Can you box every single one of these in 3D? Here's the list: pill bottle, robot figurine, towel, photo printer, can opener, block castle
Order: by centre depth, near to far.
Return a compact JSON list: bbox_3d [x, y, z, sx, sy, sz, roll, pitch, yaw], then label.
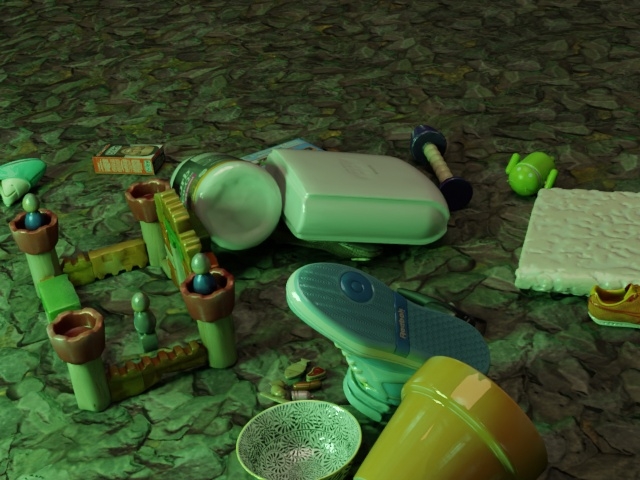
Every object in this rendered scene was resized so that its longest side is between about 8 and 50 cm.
[{"bbox_3d":[0.180,0.112,1.822,0.059,0.073,0.186,-31,28,-22],"label":"can opener"},{"bbox_3d":[-0.330,0.054,1.872,0.303,0.212,0.453,-17,31,-16],"label":"block castle"},{"bbox_3d":[0.520,0.007,1.932,0.332,0.053,0.317,4,31,16],"label":"towel"},{"bbox_3d":[0.074,-0.082,2.059,0.308,0.107,0.256,3,23,-19],"label":"photo printer"},{"bbox_3d":[-0.186,-0.081,2.081,0.162,0.162,0.278,-18,15,-18],"label":"pill bottle"},{"bbox_3d":[0.410,-0.128,2.169,0.101,0.067,0.115,30,45,29],"label":"robot figurine"}]

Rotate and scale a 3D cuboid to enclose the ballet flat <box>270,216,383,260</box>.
[{"bbox_3d":[0.000,0.000,2.061,0.250,0.058,0.084,15,19,24],"label":"ballet flat"}]

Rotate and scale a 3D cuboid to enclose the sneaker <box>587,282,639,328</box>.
[{"bbox_3d":[0.510,0.103,1.758,0.175,0.067,0.064,2,30,12],"label":"sneaker"}]

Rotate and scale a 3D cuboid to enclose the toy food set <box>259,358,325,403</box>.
[{"bbox_3d":[-0.034,0.224,1.716,0.078,0.019,0.122,16,30,33],"label":"toy food set"}]

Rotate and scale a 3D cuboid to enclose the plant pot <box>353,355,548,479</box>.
[{"bbox_3d":[0.150,0.284,1.422,0.188,0.205,0.205,-42,43,-22],"label":"plant pot"}]

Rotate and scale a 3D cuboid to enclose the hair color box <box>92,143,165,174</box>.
[{"bbox_3d":[-0.419,-0.178,2.452,0.141,0.043,0.072,3,31,15],"label":"hair color box"}]

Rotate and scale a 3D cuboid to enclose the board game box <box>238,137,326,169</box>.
[{"bbox_3d":[-0.063,-0.151,2.315,0.160,0.039,0.211,-20,25,-22],"label":"board game box"}]

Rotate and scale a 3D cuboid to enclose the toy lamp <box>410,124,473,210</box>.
[{"bbox_3d":[0.236,-0.156,2.244,0.080,0.080,0.274,-11,31,-6],"label":"toy lamp"}]

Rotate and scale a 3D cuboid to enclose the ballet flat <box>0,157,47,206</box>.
[{"bbox_3d":[-0.693,-0.102,2.364,0.247,0.083,0.087,-15,56,-14],"label":"ballet flat"}]

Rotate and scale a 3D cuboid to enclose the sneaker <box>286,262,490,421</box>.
[{"bbox_3d":[0.056,0.161,1.579,0.319,0.208,0.127,27,46,-18],"label":"sneaker"}]

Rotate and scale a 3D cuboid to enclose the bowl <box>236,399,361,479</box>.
[{"bbox_3d":[-0.025,0.300,1.520,0.170,0.080,0.170,-5,30,3],"label":"bowl"}]
